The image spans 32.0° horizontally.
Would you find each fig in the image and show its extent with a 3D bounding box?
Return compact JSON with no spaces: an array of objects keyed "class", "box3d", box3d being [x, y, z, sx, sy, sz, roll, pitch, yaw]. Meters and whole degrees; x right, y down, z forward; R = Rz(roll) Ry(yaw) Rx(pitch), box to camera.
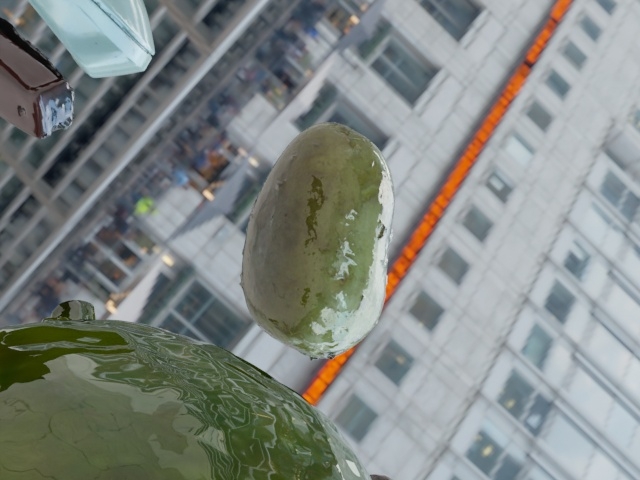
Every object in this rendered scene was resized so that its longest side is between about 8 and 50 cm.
[{"class":"fig","box3d":[-0.092,0.145,0.440,0.233,0.233,0.314,-50,-160,-16]}]

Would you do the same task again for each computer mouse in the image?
[{"class":"computer mouse","box3d":[-0.244,-0.267,0.991,0.097,0.288,0.159,-36,-148,-2]}]

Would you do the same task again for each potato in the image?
[{"class":"potato","box3d":[0.000,0.000,1.452,0.210,0.173,0.307,15,-87,56]}]

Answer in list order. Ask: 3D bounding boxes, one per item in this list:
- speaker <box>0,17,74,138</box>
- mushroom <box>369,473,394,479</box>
[{"class":"speaker","box3d":[-0.272,-0.221,0.824,0.198,0.259,0.329,-65,164,-48]},{"class":"mushroom","box3d":[0.034,0.225,0.747,0.060,0.061,0.187,-48,147,-40]}]
